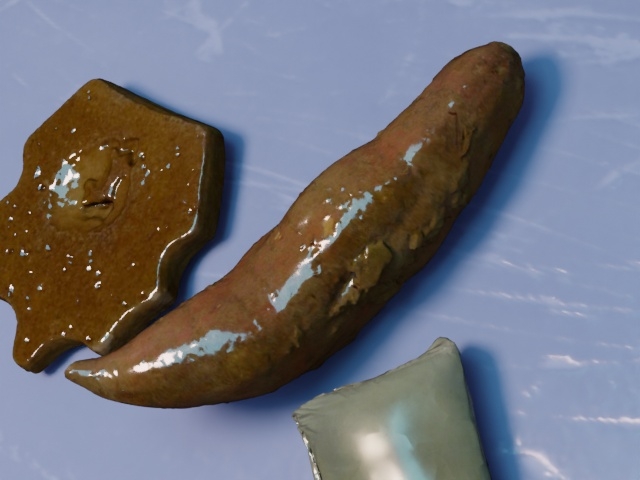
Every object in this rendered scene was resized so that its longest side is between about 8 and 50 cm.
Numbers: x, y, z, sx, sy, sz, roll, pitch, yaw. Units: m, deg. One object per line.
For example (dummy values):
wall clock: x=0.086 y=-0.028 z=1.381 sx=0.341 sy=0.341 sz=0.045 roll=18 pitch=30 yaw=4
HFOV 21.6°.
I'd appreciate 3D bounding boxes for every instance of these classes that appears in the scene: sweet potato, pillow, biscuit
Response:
sweet potato: x=0.006 y=0.013 z=1.076 sx=0.355 sy=0.095 sz=0.106 roll=-39 pitch=103 yaw=-1
pillow: x=0.055 y=0.168 z=1.015 sx=0.119 sy=0.053 sz=0.208 roll=-24 pitch=66 yaw=22
biscuit: x=-0.162 y=-0.003 z=1.206 sx=0.182 sy=0.034 sz=0.215 roll=26 pitch=88 yaw=34
